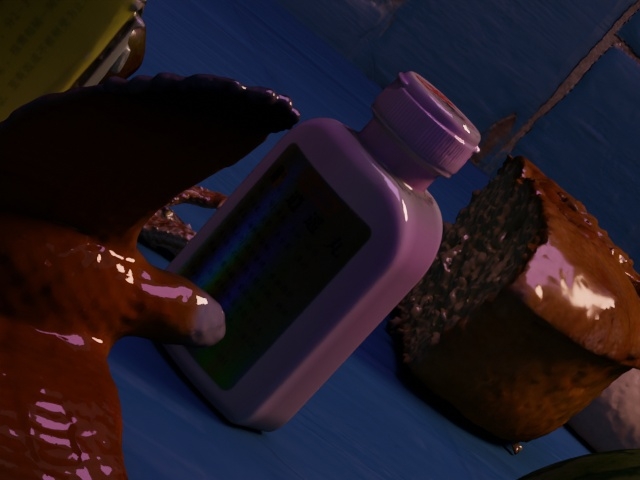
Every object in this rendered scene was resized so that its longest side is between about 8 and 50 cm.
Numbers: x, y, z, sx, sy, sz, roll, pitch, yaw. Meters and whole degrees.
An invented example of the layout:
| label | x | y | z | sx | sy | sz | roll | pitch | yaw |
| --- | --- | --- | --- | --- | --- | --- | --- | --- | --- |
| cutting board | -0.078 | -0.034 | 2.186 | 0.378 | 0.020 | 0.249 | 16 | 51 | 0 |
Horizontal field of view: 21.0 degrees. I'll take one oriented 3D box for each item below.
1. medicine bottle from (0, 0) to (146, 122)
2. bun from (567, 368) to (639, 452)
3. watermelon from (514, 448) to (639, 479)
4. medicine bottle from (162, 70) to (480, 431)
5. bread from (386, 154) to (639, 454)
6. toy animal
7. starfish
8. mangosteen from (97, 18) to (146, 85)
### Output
| label | x | y | z | sx | sy | sz | roll | pitch | yaw |
| --- | --- | --- | --- | --- | --- | --- | --- | --- | --- |
| medicine bottle | -0.230 | -0.142 | 0.924 | 0.250 | 0.141 | 0.137 | 39 | -2 | -7 |
| bun | 0.352 | 0.145 | 1.827 | 0.299 | 0.165 | 0.299 | 40 | 9 | -8 |
| watermelon | 0.248 | 0.241 | 1.057 | 0.330 | 0.189 | 0.331 | 36 | 7 | -5 |
| medicine bottle | 0.000 | 0.000 | 1.015 | 0.115 | 0.219 | 0.078 | 50 | 14 | 32 |
| bread | 0.184 | 0.066 | 1.502 | 0.179 | 0.194 | 0.340 | 45 | 12 | -11 |
| toy animal | -0.181 | 0.007 | 0.741 | 0.284 | 0.225 | 0.302 | 20 | -2 | -1 |
| starfish | -0.137 | -0.028 | 1.156 | 0.150 | 0.053 | 0.209 | 33 | 9 | 31 |
| mangosteen | -0.214 | -0.189 | 1.123 | 0.210 | 0.210 | 0.210 | 40 | 11 | -9 |
